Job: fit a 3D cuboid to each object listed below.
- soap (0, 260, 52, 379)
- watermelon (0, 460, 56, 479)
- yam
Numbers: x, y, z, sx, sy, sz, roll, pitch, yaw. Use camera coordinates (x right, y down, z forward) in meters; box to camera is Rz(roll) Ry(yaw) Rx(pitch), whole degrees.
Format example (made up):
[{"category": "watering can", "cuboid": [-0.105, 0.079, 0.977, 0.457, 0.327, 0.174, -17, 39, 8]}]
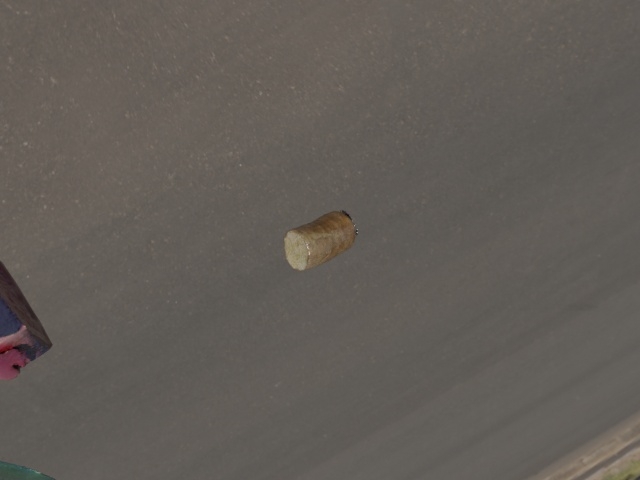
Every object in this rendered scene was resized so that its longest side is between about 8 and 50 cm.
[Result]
[{"category": "soap", "cuboid": [-0.669, 0.116, 0.806, 0.127, 0.325, 0.220, -36, 164, -24]}, {"category": "watermelon", "cuboid": [-0.434, 0.382, 0.468, 0.094, 0.241, 0.154, 26, 89, -3]}, {"category": "yam", "cuboid": [-0.002, 0.000, 0.726, 0.127, 0.084, 0.084, -23, 139, -42]}]
